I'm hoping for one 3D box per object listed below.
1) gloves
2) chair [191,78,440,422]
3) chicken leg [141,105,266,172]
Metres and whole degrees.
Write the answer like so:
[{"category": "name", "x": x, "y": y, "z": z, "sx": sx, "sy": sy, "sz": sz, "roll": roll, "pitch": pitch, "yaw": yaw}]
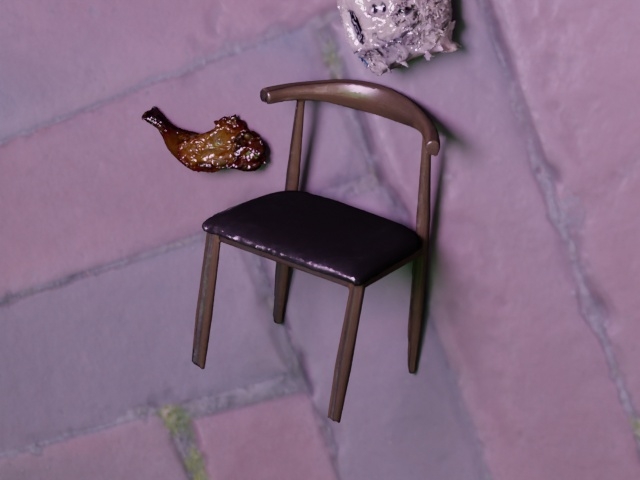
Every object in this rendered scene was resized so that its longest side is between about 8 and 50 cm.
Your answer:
[{"category": "gloves", "x": 0.061, "y": -0.229, "z": 1.787, "sx": 0.114, "sy": 0.070, "sz": 0.153, "roll": -19, "pitch": 92, "yaw": 34}, {"category": "chair", "x": 0.000, "y": 0.000, "z": 1.834, "sx": 0.188, "sy": 0.166, "sz": 0.272, "roll": 19, "pitch": 113, "yaw": 25}, {"category": "chicken leg", "x": -0.117, "y": -0.097, "z": 1.955, "sx": 0.145, "sy": 0.037, "sz": 0.062, "roll": 8, "pitch": 86, "yaw": 28}]
